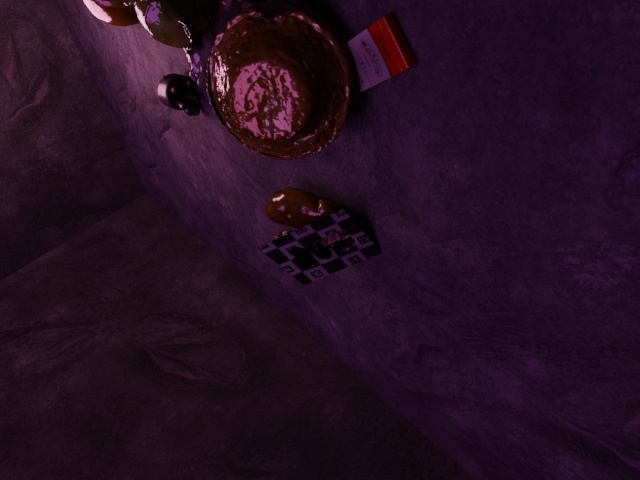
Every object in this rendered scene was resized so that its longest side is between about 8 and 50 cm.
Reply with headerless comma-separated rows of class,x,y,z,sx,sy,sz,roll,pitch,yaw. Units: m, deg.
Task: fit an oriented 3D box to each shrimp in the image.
shrimp,-0.066,-0.018,2.014,0.295,0.154,0.062,4,104,20

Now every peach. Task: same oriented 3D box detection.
peach,-0.747,-0.958,1.814,0.307,0.308,0.332,61,-176,-20

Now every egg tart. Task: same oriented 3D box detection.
egg tart,-0.127,-0.415,1.333,0.444,0.178,0.442,6,121,10

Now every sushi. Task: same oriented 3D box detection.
sushi,0.000,0.000,1.855,0.373,0.099,0.296,-25,133,24

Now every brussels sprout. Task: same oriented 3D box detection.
brussels sprout,-0.496,-0.800,1.634,0.227,0.259,0.294,43,175,40

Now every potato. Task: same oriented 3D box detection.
potato,-0.064,-0.124,1.935,0.369,0.177,0.195,10,122,44

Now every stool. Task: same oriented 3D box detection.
stool,-0.614,-0.658,2.185,0.139,0.153,0.228,26,-172,38

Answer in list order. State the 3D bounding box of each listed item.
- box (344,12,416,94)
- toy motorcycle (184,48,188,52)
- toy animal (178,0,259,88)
box,0.133,-0.476,1.262,0.138,0.035,0.245,59,154,-14
toy motorcycle,-0.472,-0.760,1.843,0.171,0.089,0.298,2,125,57
toy animal,-0.315,-0.650,1.506,0.344,0.194,0.302,-55,52,20
